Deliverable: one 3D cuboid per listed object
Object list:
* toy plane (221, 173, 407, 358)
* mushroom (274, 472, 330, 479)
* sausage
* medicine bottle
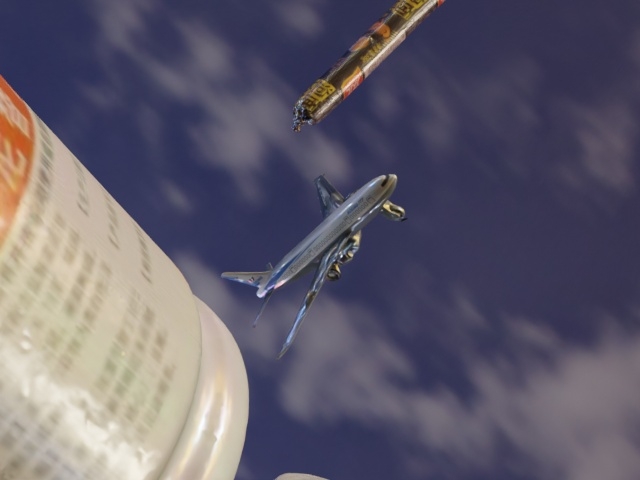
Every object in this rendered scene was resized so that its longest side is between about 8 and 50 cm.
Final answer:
[{"bbox_3d":[0.001,0.002,1.200,0.058,0.226,0.226,38,-49,-27],"label":"toy plane"},{"bbox_3d":[-0.033,0.443,1.361,0.177,0.126,0.397,18,-107,9],"label":"mushroom"},{"bbox_3d":[0.046,-0.147,0.940,0.025,0.028,0.198,45,-105,-4],"label":"sausage"},{"bbox_3d":[-0.188,0.011,0.482,0.202,0.202,0.316,-21,-49,22],"label":"medicine bottle"}]
